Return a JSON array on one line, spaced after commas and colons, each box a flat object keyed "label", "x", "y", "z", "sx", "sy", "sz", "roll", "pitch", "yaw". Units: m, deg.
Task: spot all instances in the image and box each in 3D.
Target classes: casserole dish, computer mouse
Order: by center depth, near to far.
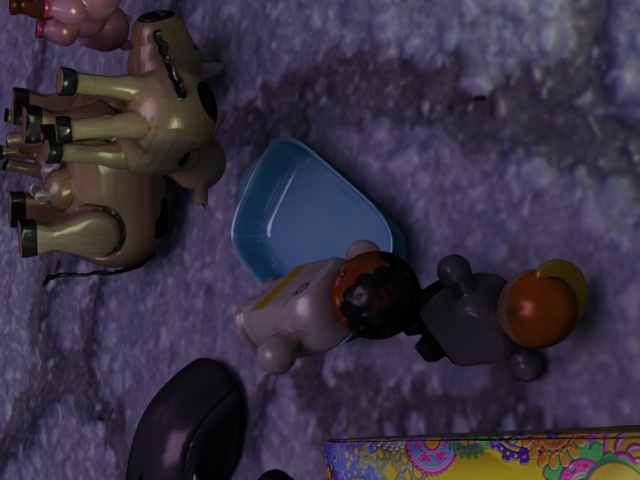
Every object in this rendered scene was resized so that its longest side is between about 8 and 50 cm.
[{"label": "casserole dish", "x": 0.000, "y": 0.000, "z": 0.867, "sx": 0.188, "sy": 0.037, "sz": 0.114, "roll": 43, "pitch": 114, "yaw": 39}, {"label": "computer mouse", "x": -0.113, "y": 0.239, "z": 0.933, "sx": 0.184, "sy": 0.060, "sz": 0.262, "roll": 33, "pitch": 108, "yaw": 44}]

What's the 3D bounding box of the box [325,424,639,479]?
[{"label": "box", "x": 0.162, "y": 0.226, "z": 0.498, "sx": 0.177, "sy": 0.279, "sz": 0.290, "roll": -10, "pitch": 77, "yaw": 44}]

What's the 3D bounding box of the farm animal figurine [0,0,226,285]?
[{"label": "farm animal figurine", "x": -0.162, "y": -0.102, "z": 0.955, "sx": 0.330, "sy": 0.172, "sz": 0.327, "roll": -116, "pitch": 33, "yaw": -46}]

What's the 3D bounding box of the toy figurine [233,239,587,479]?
[{"label": "toy figurine", "x": 0.059, "y": 0.105, "z": 0.668, "sx": 0.148, "sy": 0.213, "sz": 0.210, "roll": -14, "pitch": 70, "yaw": 54}]
